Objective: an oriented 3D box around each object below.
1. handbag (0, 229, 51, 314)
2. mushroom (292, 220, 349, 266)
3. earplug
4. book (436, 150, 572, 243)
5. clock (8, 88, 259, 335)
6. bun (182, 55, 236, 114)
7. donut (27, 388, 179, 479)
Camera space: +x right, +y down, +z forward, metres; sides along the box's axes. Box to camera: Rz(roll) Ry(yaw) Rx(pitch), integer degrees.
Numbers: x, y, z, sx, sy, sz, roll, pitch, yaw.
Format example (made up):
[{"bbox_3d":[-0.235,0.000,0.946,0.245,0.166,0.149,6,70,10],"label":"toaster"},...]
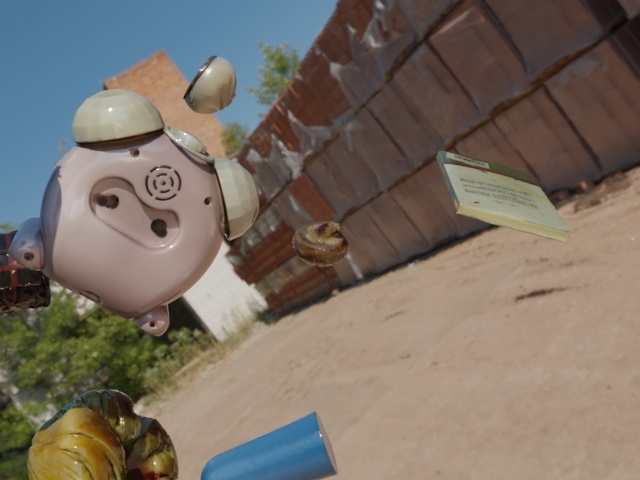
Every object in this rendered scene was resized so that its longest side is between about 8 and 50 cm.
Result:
[{"bbox_3d":[-0.673,0.075,1.316,0.215,0.169,0.155,-14,-33,-24],"label":"handbag"},{"bbox_3d":[0.003,0.006,1.322,0.109,0.085,0.126,-31,35,8],"label":"mushroom"},{"bbox_3d":[-0.114,0.459,1.305,0.273,0.132,0.132,-20,3,0],"label":"earplug"},{"bbox_3d":[0.324,-0.092,1.171,0.289,0.201,0.026,-81,7,-63],"label":"book"},{"bbox_3d":[-0.304,-0.049,1.079,0.325,0.342,0.184,-55,29,-2],"label":"clock"},{"bbox_3d":[-0.301,-0.431,1.815,0.173,0.120,0.173,-50,15,18],"label":"bun"},{"bbox_3d":[-0.385,0.453,1.203,0.170,0.360,0.360,-32,3,6],"label":"donut"}]
